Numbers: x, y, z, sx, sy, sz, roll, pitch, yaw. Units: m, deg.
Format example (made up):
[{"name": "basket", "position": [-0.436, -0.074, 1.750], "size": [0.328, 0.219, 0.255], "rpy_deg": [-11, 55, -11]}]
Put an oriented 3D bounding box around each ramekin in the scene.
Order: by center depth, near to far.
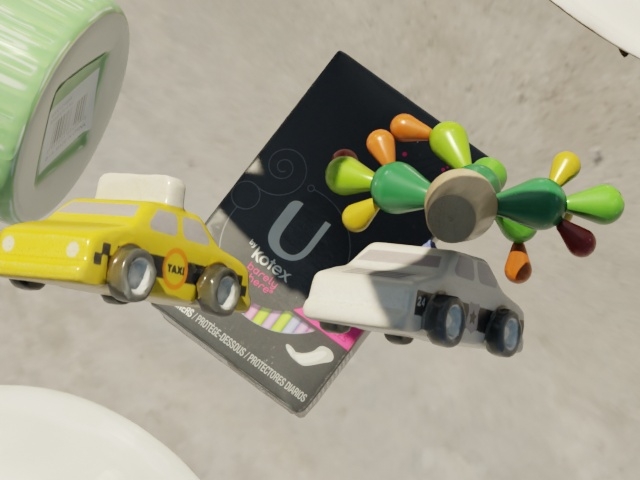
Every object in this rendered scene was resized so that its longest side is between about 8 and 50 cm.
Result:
[{"name": "ramekin", "position": [-0.335, -0.164, 1.680], "size": [0.148, 0.303, 0.303], "rpy_deg": [25, 92, 8]}]

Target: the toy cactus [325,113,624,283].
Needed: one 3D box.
[{"name": "toy cactus", "position": [0.099, -0.024, 1.077], "size": [0.219, 0.180, 0.112], "rpy_deg": [18, 104, 9]}]

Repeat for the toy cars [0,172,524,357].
[{"name": "toy cars", "position": [-0.025, 0.015, 1.036], "size": [0.394, 0.176, 0.087], "rpy_deg": [9, 86, -16]}]

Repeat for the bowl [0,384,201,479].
[{"name": "bowl", "position": [-0.182, 0.243, 0.867], "size": [0.298, 0.134, 0.298], "rpy_deg": [7, 108, 22]}]

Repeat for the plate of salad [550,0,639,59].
[{"name": "plate of salad", "position": [0.110, -0.124, 0.573], "size": [0.200, 0.200, 0.048], "rpy_deg": [42, 131, 2]}]

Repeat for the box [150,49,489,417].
[{"name": "box", "position": [0.000, 0.000, 1.319], "size": [0.165, 0.143, 0.270], "rpy_deg": [36, 82, 5]}]
